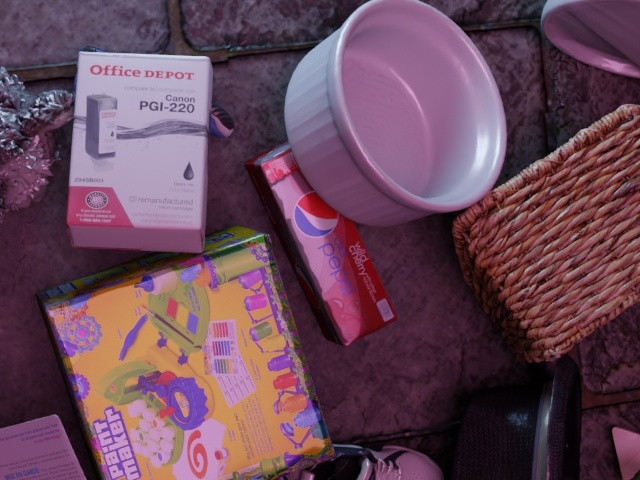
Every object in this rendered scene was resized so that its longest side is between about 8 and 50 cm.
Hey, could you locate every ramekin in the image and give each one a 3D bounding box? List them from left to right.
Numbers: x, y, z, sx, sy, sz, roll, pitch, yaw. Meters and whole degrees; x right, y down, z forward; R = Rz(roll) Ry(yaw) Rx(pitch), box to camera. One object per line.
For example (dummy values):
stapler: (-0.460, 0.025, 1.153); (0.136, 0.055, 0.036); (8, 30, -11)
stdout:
ramekin: (0.087, -0.151, 1.816); (0.277, 0.135, 0.277); (16, 64, -35)
ramekin: (0.429, -0.313, 1.889); (0.272, 0.273, 0.127); (16, 77, -16)

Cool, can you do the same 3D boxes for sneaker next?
sneaker: (-0.210, -0.170, 1.821); (0.211, 0.080, 0.081); (22, 94, -6)
sneaker: (0.065, 0.312, 1.883); (0.235, 0.153, 0.094); (18, 91, -15)

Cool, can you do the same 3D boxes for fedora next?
fedora: (0.253, 0.308, 1.907); (0.152, 0.334, 0.334); (3, 94, 15)

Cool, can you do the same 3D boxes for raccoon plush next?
raccoon plush: (-0.443, -0.092, 1.608); (0.216, 0.446, 0.299); (27, 86, 15)

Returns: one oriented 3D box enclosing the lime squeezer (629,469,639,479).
lime squeezer: (0.458, 0.296, 1.949); (0.310, 0.059, 0.110); (-38, 141, -21)

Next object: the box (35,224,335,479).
box: (-0.170, 0.163, 1.798); (0.279, 0.177, 0.290); (-18, 99, -13)

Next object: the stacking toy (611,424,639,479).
stacking toy: (0.549, 0.369, 2.070); (0.279, 0.130, 0.309); (-2, 92, 11)

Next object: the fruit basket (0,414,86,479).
fruit basket: (-0.335, 0.385, 1.733); (0.165, 0.327, 0.353); (-24, 94, -52)

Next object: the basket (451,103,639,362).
basket: (0.330, -0.009, 1.908); (0.299, 0.213, 0.223); (-35, 89, -6)

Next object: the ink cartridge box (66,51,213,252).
ink cartridge box: (-0.209, -0.104, 1.703); (0.158, 0.092, 0.218); (2, 71, -3)

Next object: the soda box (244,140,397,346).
soda box: (0.000, 0.000, 1.875); (0.083, 0.092, 0.263); (-26, 100, -13)
